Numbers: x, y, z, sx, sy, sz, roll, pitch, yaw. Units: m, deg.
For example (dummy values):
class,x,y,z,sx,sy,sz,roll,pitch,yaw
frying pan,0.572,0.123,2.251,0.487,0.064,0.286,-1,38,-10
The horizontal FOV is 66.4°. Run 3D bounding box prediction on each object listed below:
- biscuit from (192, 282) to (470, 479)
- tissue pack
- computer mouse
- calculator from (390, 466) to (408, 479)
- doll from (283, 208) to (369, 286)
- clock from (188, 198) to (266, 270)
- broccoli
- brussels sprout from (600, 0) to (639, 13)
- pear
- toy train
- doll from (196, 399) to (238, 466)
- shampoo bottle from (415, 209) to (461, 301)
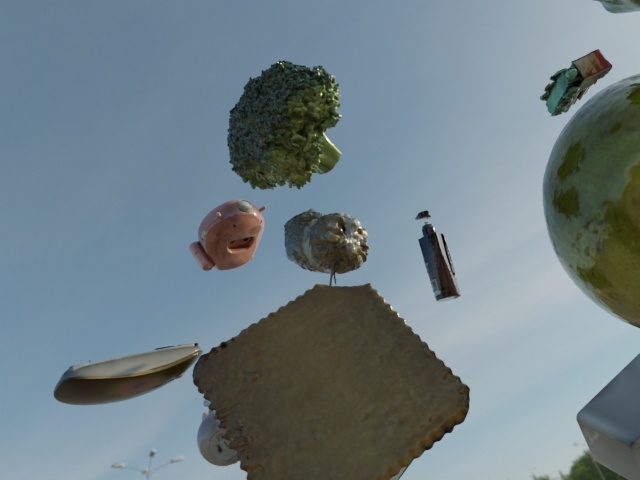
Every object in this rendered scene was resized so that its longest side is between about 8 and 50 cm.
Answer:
class,x,y,z,sx,sy,sz,roll,pitch,yaw
biscuit,0.005,0.155,0.526,0.237,0.232,0.013,-31,-37,-15
tissue pack,0.733,0.401,1.097,0.246,0.136,0.159,-34,-72,-15
computer mouse,-0.403,0.295,1.061,0.310,0.071,0.158,-3,-32,-43
calculator,0.134,0.437,1.072,0.262,0.161,0.021,-40,-11,-33
doll,-0.007,-0.003,0.835,0.105,0.221,0.115,39,-97,-32
clock,-0.279,-0.024,1.594,0.227,0.142,0.241,-12,-38,-47
broccoli,-0.080,-0.226,1.030,0.235,0.288,0.260,-42,-67,-28
brussels sprout,0.352,-0.371,0.542,0.271,0.219,0.210,-10,-30,-18
pear,0.396,-0.039,0.532,0.304,0.304,0.304,-12,-34,-8
toy train,0.617,-0.374,1.195,0.118,0.074,0.176,-24,-18,4
doll,-0.262,0.508,1.344,0.151,0.151,0.287,-10,-1,-12
shampoo bottle,0.290,0.036,1.232,0.067,0.236,0.068,7,-27,-39
